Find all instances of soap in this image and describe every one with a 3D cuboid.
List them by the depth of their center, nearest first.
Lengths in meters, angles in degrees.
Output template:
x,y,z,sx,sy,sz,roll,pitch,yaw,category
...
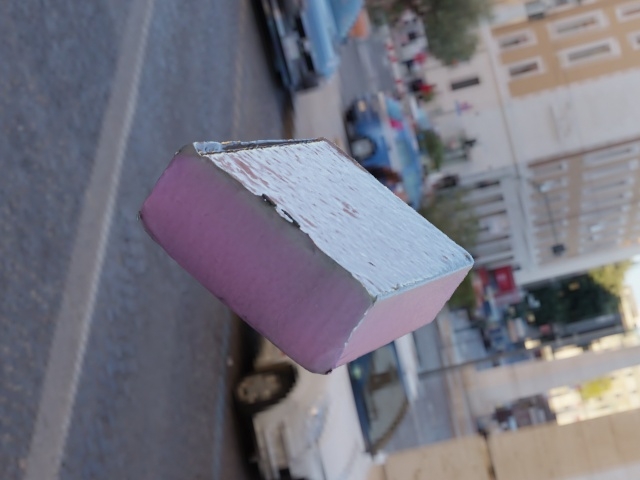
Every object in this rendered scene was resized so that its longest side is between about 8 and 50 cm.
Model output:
x,y,z,sx,sy,sz,roll,pitch,yaw,category
-0.001,0.002,1.040,0.181,0.081,0.259,39,17,13,soap
